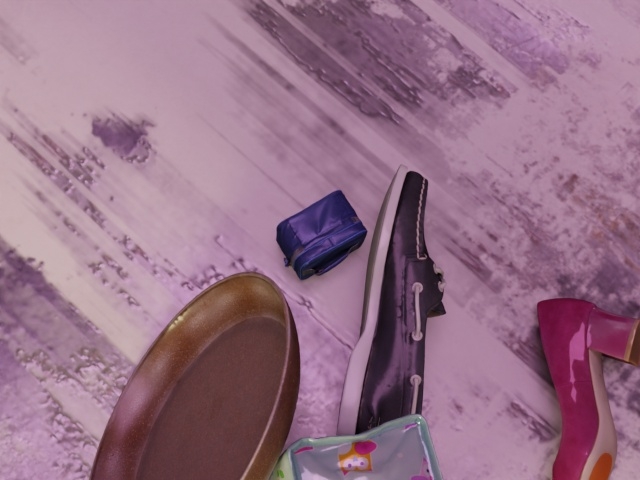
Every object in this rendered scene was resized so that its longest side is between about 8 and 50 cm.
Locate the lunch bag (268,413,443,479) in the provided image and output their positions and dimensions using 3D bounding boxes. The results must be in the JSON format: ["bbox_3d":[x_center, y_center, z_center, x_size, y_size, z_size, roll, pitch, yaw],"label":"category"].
[{"bbox_3d":[0.038,0.317,0.937,0.160,0.223,0.262,-9,71,-17],"label":"lunch bag"}]

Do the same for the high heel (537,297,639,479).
[{"bbox_3d":[0.253,0.180,1.092,0.117,0.082,0.244,12,83,35],"label":"high heel"}]

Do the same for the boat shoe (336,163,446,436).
[{"bbox_3d":[0.087,0.071,1.095,0.091,0.114,0.302,11,82,2],"label":"boat shoe"}]

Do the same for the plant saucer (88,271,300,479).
[{"bbox_3d":[-0.115,0.175,0.975,0.050,0.310,0.310,32,68,-28],"label":"plant saucer"}]

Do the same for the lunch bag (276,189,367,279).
[{"bbox_3d":[0.000,0.000,1.133,0.098,0.067,0.065,-31,74,-12],"label":"lunch bag"}]
